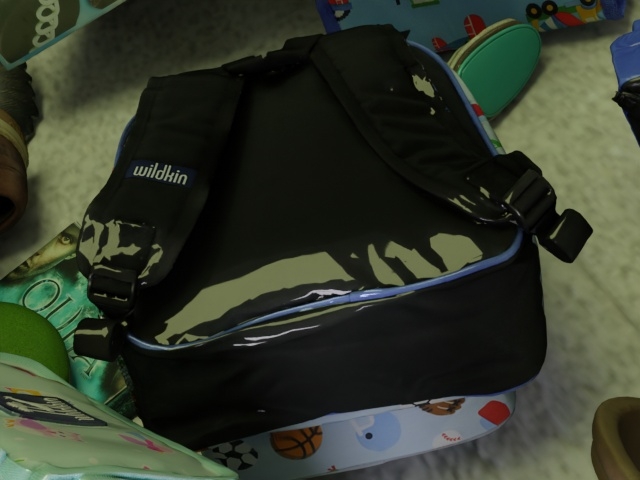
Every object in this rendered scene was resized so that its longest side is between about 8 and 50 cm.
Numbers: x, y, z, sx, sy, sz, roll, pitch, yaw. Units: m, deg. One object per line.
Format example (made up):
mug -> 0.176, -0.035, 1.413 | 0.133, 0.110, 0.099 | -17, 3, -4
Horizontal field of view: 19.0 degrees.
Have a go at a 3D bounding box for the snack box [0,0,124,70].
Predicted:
snack box -> -0.105, -0.255, 1.479 | 0.322, 0.060, 0.187 | -26, 16, 27

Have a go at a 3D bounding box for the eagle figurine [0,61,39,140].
eagle figurine -> -0.392, -0.162, 1.528 | 0.226, 0.298, 0.225 | -9, 24, 50

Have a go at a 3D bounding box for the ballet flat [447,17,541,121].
ballet flat -> 0.085, -0.091, 1.296 | 0.052, 0.057, 0.168 | 9, 52, 50

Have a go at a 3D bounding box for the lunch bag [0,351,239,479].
lunch bag -> -0.137, 0.163, 0.991 | 0.160, 0.262, 0.223 | -46, 41, -20

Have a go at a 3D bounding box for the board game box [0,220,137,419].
board game box -> -0.171, 0.068, 1.302 | 0.126, 0.026, 0.186 | -39, 40, -11

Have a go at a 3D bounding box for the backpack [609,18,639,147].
backpack -> 0.235, -0.079, 1.139 | 0.098, 0.120, 0.101 | -16, 31, 20

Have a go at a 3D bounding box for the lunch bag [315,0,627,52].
lunch bag -> 0.126, -0.273, 1.424 | 0.221, 0.138, 0.293 | -9, 34, 28

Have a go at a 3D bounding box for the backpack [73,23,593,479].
backpack -> 0.000, 0.000, 1.123 | 0.276, 0.213, 0.263 | -9, 43, -1

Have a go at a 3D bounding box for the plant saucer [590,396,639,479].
plant saucer -> 0.225, 0.159, 0.798 | 0.041, 0.278, 0.278 | -58, 38, 12

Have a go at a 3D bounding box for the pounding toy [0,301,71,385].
pounding toy -> -0.274, 0.085, 1.250 | 0.183, 0.110, 0.237 | -43, 41, 4

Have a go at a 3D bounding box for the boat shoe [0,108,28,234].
boat shoe -> -0.373, 0.011, 1.418 | 0.342, 0.123, 0.123 | -20, 40, 0
